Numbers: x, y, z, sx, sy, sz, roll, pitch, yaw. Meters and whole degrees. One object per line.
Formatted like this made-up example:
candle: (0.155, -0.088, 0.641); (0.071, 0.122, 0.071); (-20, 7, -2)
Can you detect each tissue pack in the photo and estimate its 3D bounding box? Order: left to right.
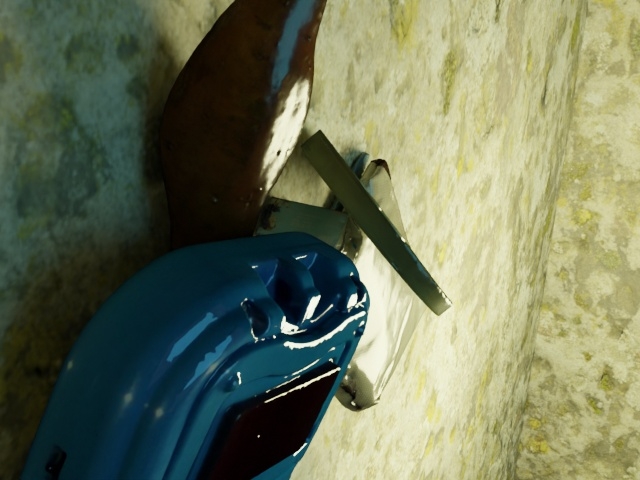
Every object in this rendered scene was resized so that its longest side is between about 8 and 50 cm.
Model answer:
tissue pack: (-0.009, -0.002, 0.860); (0.058, 0.094, 0.074); (-68, 154, -19)

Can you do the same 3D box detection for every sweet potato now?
sweet potato: (-0.073, -0.094, 0.668); (0.112, 0.112, 0.359); (-18, 137, -61)

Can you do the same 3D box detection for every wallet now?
wallet: (0.066, 0.076, 1.100); (0.274, 0.068, 0.335); (-64, 148, -30)

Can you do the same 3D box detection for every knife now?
knife: (0.000, 0.000, 0.977); (0.044, 0.019, 0.313); (82, 31, -52)

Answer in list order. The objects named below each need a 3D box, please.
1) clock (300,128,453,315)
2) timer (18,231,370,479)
clock: (0.063, -0.019, 0.874); (0.029, 0.235, 0.235); (-39, 153, 6)
timer: (-0.090, 0.146, 0.682); (0.340, 0.115, 0.309); (-9, 126, -62)
